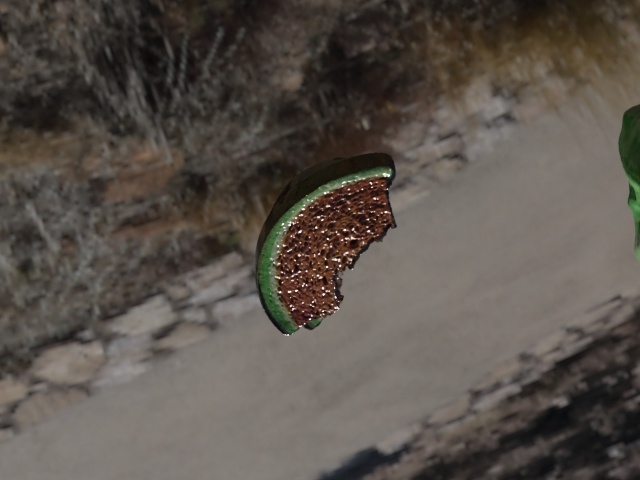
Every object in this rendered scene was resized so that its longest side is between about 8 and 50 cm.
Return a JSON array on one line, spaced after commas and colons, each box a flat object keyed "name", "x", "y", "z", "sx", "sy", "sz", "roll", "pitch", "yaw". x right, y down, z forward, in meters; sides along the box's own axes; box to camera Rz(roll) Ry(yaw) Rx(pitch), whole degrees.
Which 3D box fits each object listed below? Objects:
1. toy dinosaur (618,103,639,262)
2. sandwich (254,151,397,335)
[{"name": "toy dinosaur", "x": 0.191, "y": 0.130, "z": 0.300, "sx": 0.144, "sy": 0.374, "sz": 0.500, "roll": -8, "pitch": -177, "yaw": -7}, {"name": "sandwich", "x": -0.001, "y": -0.002, "z": 0.791, "sx": 0.067, "sy": 0.029, "sz": 0.135, "roll": 18, "pitch": 123, "yaw": -17}]
